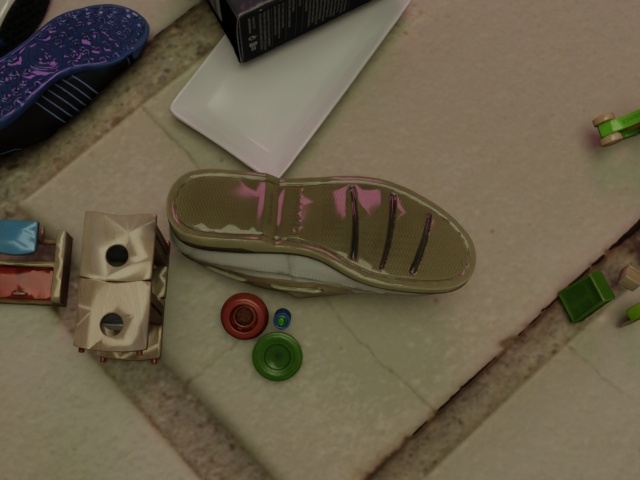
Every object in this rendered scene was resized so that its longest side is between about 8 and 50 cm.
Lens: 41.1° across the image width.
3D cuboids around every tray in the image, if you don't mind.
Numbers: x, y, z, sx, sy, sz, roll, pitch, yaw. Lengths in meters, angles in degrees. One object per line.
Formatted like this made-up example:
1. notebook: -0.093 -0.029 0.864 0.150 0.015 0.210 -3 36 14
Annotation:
1. tray: -0.030 -0.203 0.937 0.145 0.030 0.270 35 78 4

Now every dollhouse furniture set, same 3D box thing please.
1. dollhouse furniture set: -0.247 0.047 0.819 0.184 0.129 0.128 3 78 -4
2. dollhouse furniture set: 0.334 0.046 0.907 0.152 0.058 0.076 -16 71 -26

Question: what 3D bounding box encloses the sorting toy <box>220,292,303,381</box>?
1. sorting toy: -0.055 0.092 0.871 0.061 0.042 0.102 -39 94 5

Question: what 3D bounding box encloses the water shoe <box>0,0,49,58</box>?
1. water shoe: -0.364 -0.225 0.901 0.080 0.073 0.203 28 77 5

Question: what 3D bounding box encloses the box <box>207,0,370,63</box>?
1. box: -0.029 -0.309 0.889 0.207 0.108 0.153 -27 80 -9

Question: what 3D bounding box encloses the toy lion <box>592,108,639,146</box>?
1. toy lion: 0.356 -0.132 0.920 0.100 0.096 0.034 -24 77 33

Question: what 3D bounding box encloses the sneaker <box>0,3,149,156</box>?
1. sneaker: -0.280 -0.166 0.896 0.081 0.090 0.232 46 58 8

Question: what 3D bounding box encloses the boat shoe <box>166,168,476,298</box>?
1. boat shoe: 0.000 0.000 0.857 0.302 0.103 0.113 13 65 1
